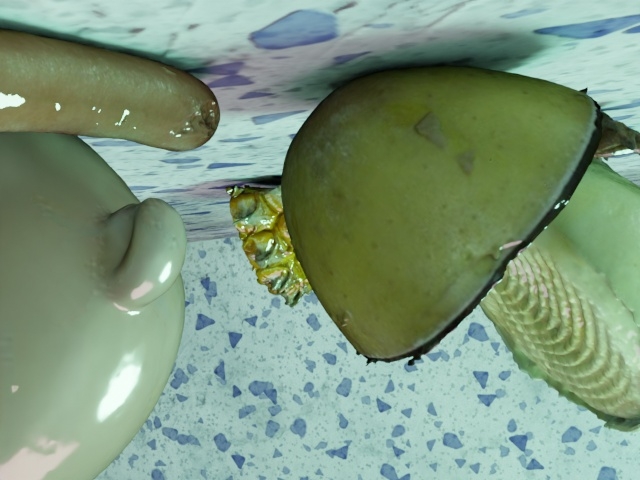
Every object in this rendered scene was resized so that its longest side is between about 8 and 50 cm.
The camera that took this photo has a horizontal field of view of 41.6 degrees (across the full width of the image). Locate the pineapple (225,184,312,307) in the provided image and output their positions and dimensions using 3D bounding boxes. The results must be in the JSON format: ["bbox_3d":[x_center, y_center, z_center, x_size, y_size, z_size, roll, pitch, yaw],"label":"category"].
[{"bbox_3d":[0.005,-0.001,1.087,0.158,0.161,0.334,-8,177,9],"label":"pineapple"}]

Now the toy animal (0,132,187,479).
[{"bbox_3d":[-0.176,0.034,0.442,0.229,0.210,0.221,34,-179,12],"label":"toy animal"}]

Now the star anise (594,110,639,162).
[{"bbox_3d":[0.210,-0.085,0.714,0.141,0.042,0.141,-3,-179,0],"label":"star anise"}]

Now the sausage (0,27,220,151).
[{"bbox_3d":[-0.097,-0.059,0.350,0.043,0.043,0.186,-7,179,29],"label":"sausage"}]

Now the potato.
[{"bbox_3d":[0.042,-0.037,0.474,0.117,0.182,0.202,38,160,-10],"label":"potato"}]

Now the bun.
[{"bbox_3d":[0.330,0.039,1.023,0.202,0.364,0.364,-36,-174,-13],"label":"bun"}]
